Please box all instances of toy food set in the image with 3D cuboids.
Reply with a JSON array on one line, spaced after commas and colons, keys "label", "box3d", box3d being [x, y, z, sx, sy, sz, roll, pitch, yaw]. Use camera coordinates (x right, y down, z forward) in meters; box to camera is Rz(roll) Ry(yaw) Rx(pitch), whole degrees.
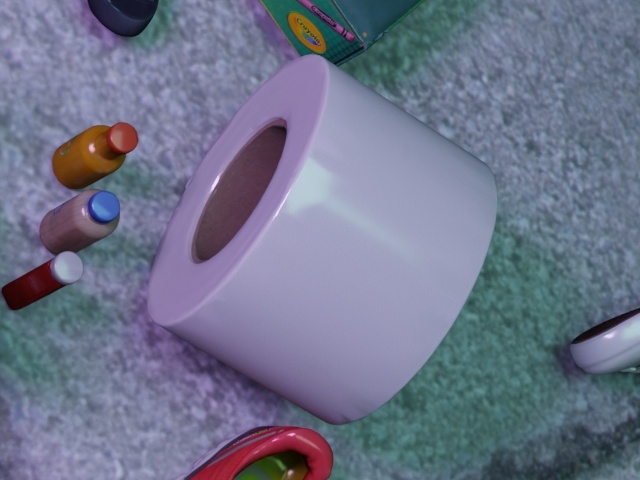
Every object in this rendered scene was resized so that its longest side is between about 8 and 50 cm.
[{"label": "toy food set", "box3d": [-0.236, -0.006, 1.495, 0.232, 0.104, 0.111, -25, 91, -32]}]

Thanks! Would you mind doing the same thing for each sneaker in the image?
[{"label": "sneaker", "box3d": [0.359, 0.100, 1.806, 0.290, 0.106, 0.123, -13, 82, -33]}, {"label": "sneaker", "box3d": [-0.097, 0.231, 1.509, 0.107, 0.118, 0.279, 50, 59, -9]}]

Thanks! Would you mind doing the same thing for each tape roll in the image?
[{"label": "tape roll", "box3d": [0.000, 0.000, 1.547, 0.169, 0.246, 0.246, 31, 65, -19]}]

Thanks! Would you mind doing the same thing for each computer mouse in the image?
[{"label": "computer mouse", "box3d": [-0.170, -0.278, 1.644, 0.071, 0.041, 0.242, 14, 65, -35]}]

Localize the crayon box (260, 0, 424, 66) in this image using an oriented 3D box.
[{"label": "crayon box", "box3d": [-0.016, -0.302, 1.693, 0.278, 0.081, 0.165, 54, 51, -8]}]
